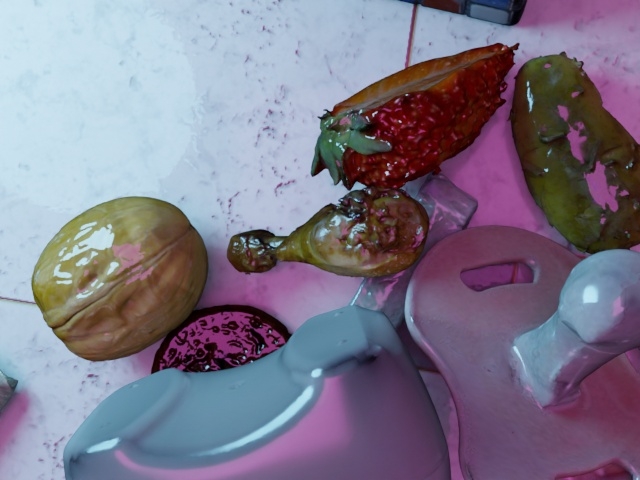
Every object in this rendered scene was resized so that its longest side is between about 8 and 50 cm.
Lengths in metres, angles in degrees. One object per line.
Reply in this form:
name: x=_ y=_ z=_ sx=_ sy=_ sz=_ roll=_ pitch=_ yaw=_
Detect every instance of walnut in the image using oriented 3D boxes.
walnut: x=-0.217 y=0.038 z=0.813 sx=0.197 sy=0.165 sz=0.165 roll=-40 pitch=82 yaw=6

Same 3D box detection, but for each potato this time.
potato: x=0.268 y=-0.088 z=0.766 sx=0.117 sy=0.090 sz=0.226 roll=-26 pitch=84 yaw=8

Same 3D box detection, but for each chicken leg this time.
chicken leg: x=-0.001 y=0.003 z=0.776 sx=0.251 sy=0.107 sz=0.087 roll=-9 pitch=77 yaw=39

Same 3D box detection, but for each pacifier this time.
pacifier: x=0.217 y=0.114 z=0.679 sx=0.220 sy=0.273 sz=0.332 roll=-25 pitch=61 yaw=12

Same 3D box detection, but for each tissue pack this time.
tissue pack: x=-0.046 y=0.223 z=0.696 sx=0.332 sy=0.229 sz=0.236 roll=-19 pitch=98 yaw=3

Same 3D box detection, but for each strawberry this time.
strawberry: x=0.106 y=-0.131 z=0.789 sx=0.228 sy=0.174 sz=0.098 roll=-33 pitch=111 yaw=-26

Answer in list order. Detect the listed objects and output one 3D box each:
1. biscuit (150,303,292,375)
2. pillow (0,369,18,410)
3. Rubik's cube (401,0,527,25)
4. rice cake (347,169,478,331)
biscuit: x=-0.107 y=0.167 z=0.842 sx=0.191 sy=0.049 sz=0.192 roll=0 pitch=84 yaw=3
pillow: x=-0.462 y=0.195 z=0.890 sx=0.134 sy=0.078 sz=0.181 roll=37 pitch=91 yaw=7
Rubik's cube: x=0.104 y=-0.412 z=0.711 sx=0.292 sy=0.287 sz=0.292 roll=19 pitch=91 yaw=10
rice cake: x=0.096 y=0.026 z=0.804 sx=0.069 sy=0.063 sz=0.207 roll=31 pitch=94 yaw=7
